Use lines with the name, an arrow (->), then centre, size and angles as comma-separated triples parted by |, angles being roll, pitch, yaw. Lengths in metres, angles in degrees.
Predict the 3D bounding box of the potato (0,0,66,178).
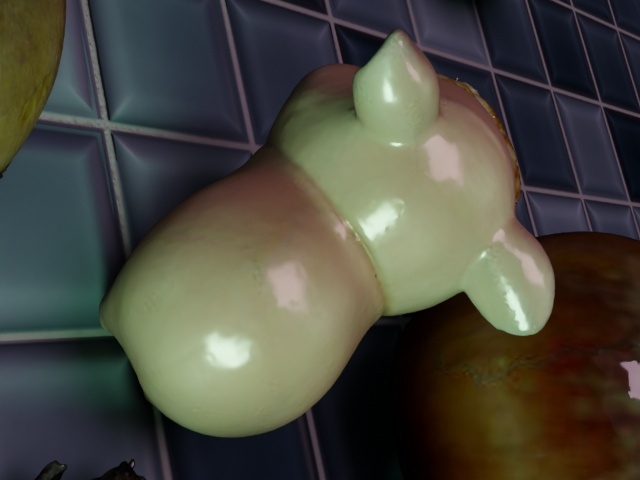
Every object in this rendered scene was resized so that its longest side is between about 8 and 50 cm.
potato -> -0.212, -0.149, 0.693 | 0.120, 0.100, 0.261 | 22, 57, -43

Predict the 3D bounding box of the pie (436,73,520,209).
pie -> 0.140, -0.084, 1.100 | 0.179, 0.084, 0.205 | -28, 96, -51

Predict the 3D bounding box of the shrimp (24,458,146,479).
shrimp -> -0.222, 0.126, 0.520 | 0.365, 0.071, 0.233 | -3, 99, -52

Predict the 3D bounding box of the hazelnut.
hazelnut -> 0.239, 0.193, 0.898 | 0.359, 0.359, 0.409 | -11, 72, -52

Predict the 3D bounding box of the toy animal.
toy animal -> 0.000, 0.000, 0.740 | 0.237, 0.269, 0.326 | 59, 41, -19
